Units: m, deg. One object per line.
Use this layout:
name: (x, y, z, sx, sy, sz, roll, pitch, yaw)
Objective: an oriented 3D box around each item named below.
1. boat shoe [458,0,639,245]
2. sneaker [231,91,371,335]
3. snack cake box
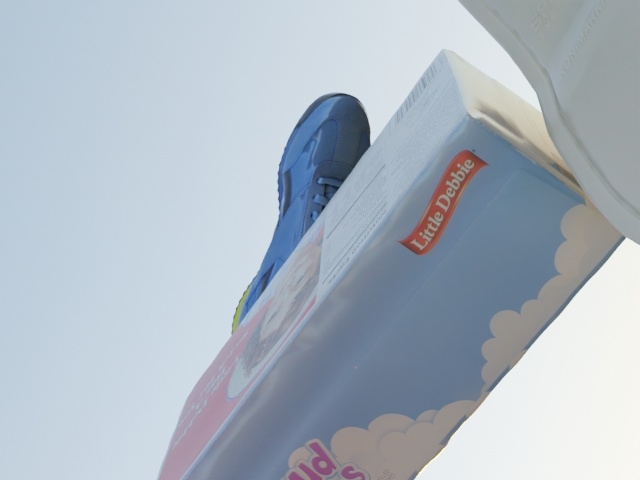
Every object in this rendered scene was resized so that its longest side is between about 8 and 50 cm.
boat shoe: (0.119, -0.121, 0.422, 0.109, 0.091, 0.305, 119, 143, -44)
sneaker: (0.000, 0.000, 0.733, 0.069, 0.082, 0.209, 17, -87, -26)
snack cake box: (0.022, 0.046, 0.521, 0.264, 0.089, 0.152, -53, 11, 19)
